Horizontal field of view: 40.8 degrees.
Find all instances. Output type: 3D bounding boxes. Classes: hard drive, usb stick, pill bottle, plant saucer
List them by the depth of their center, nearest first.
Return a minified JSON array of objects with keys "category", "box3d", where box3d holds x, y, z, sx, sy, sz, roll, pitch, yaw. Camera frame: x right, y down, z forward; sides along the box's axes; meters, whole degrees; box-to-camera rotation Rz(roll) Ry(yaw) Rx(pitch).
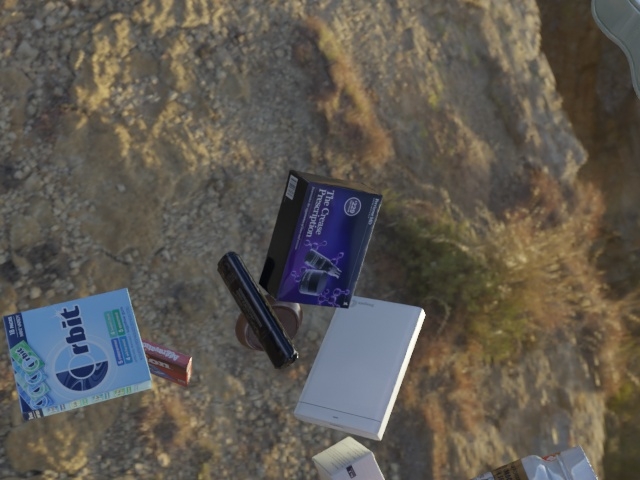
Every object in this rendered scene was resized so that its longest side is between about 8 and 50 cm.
[{"category":"pill bottle","box3d":[0.321,0.411,1.344,0.131,0.229,0.131,62,9,-17]},{"category":"usb stick","box3d":[-0.137,0.151,1.855,0.045,0.077,0.278,-20,71,-41]},{"category":"plant saucer","box3d":[-0.116,0.199,2.016,0.168,0.168,0.029,30,15,-36]},{"category":"hard drive","box3d":[0.101,0.310,2.176,0.353,0.233,0.047,-66,149,-27]}]

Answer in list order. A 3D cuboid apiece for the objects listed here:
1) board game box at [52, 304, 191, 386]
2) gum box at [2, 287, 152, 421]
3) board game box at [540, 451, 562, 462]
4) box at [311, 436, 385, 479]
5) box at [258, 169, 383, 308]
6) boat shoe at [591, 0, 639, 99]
[{"category":"board game box","box3d":[-0.387,0.208,1.678,0.281,0.145,0.027,21,64,1]},{"category":"gum box","box3d":[-0.358,0.165,1.269,0.184,0.041,0.157,-13,63,-17]},{"category":"board game box","box3d":[0.376,0.693,1.680,0.356,0.356,0.356,63,20,-2]},{"category":"box","box3d":[0.086,0.609,2.139,0.119,0.182,0.181,-28,98,-14]},{"category":"box","box3d":[0.000,0.000,1.818,0.184,0.103,0.261,7,106,-31]},{"category":"boat shoe","box3d":[0.570,-0.324,1.451,0.091,0.114,0.302,-2,61,-29]}]
